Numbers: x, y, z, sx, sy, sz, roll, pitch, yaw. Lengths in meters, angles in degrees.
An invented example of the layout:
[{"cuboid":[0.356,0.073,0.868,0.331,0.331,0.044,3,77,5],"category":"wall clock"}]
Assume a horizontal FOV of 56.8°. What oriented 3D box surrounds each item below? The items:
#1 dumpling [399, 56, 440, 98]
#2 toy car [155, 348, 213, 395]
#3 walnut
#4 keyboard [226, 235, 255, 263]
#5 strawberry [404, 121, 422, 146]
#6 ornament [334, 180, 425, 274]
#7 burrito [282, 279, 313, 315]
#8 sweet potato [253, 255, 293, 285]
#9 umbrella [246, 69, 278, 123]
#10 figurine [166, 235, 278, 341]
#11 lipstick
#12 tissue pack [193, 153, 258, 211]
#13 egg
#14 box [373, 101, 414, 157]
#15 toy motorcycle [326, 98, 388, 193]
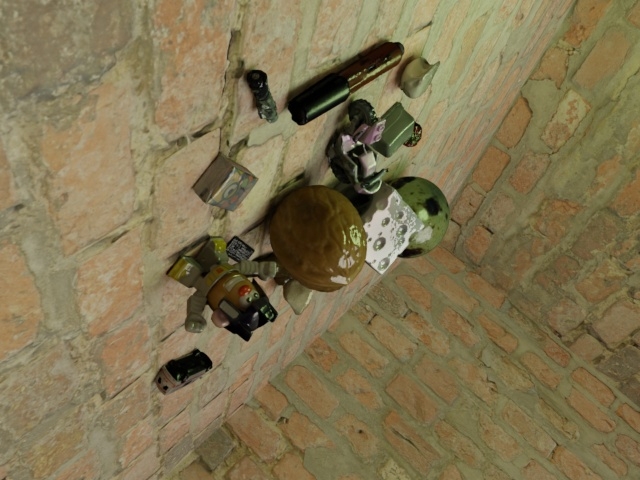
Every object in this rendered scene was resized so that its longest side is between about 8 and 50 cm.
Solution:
[{"cuboid":[0.309,-0.512,1.833,0.150,0.092,0.176,-43,165,-8],"category":"dumpling"},{"cuboid":[-0.472,0.461,2.065,0.108,0.089,0.209,-55,161,24],"category":"toy car"},{"cuboid":[0.000,0.000,1.793,0.333,0.333,0.333,-44,164,-16],"category":"walnut"},{"cuboid":[-0.247,0.034,1.797,0.067,0.011,0.202,-49,165,-3],"category":"keyboard"},{"cuboid":[0.322,-0.393,2.170,0.106,0.106,0.106,-44,164,-16],"category":"strawberry"},{"cuboid":[0.167,-0.072,2.074,0.240,0.239,0.240,-49,133,0],"category":"ornament"},{"cuboid":[-0.050,0.108,2.253,0.135,0.190,0.332,29,102,-37],"category":"burrito"},{"cuboid":[-0.158,0.105,2.063,0.112,0.085,0.286,-46,164,10],"category":"sweet potato"},{"cuboid":[-0.125,-0.304,1.273,0.050,0.046,0.188,-36,167,-5],"category":"umbrella"},{"cuboid":[-0.242,0.135,1.564,0.308,0.308,0.143,-43,168,-17],"category":"figurine"},{"cuboid":[0.077,-0.409,1.499,0.418,0.077,0.077,-40,162,-32],"category":"lipstick"},{"cuboid":[-0.219,-0.131,1.393,0.109,0.060,0.148,-49,163,7],"category":"tissue pack"},{"cuboid":[0.383,-0.106,2.532,0.428,0.345,0.345,-33,159,-51],"category":"egg"},{"cuboid":[0.243,-0.366,2.002,0.172,0.093,0.124,-46,164,-9],"category":"box"},{"cuboid":[0.127,-0.261,1.766,0.143,0.188,0.327,-31,158,-30],"category":"toy motorcycle"}]
